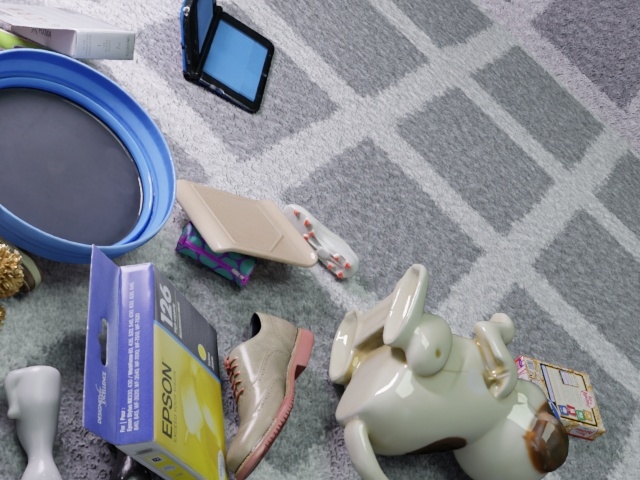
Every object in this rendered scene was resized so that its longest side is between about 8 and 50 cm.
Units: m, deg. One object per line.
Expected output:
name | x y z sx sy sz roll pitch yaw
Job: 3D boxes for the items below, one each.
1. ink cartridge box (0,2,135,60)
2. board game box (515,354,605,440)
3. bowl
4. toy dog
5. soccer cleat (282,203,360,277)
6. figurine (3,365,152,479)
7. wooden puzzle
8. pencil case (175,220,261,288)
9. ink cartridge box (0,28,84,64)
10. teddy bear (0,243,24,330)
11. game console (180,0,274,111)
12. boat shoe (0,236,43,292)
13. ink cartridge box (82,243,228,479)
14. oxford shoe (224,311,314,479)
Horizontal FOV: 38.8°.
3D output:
ink cartridge box | -0.519 -0.395 1.704 0.238 0.060 0.275 -8 26 -41
board game box | 0.507 0.337 1.944 0.193 0.045 0.147 18 44 -24
bowl | -0.422 -0.136 1.485 0.391 0.077 0.391 26 44 -28
toy dog | 0.249 0.290 1.612 0.407 0.284 0.395 29 42 -16
soccer cleat | 0.000 0.000 1.852 0.196 0.068 0.076 44 25 2
figurine | -0.344 0.290 1.306 0.214 0.092 0.210 5 55 -33
wooden puzzle | -0.147 -0.025 1.718 0.238 0.044 0.221 9 30 -42
pencil case | -0.191 0.026 1.674 0.151 0.064 0.070 30 16 -11
ink cartridge box | -0.539 -0.245 1.630 0.188 0.097 0.255 20 43 -22
teddy bear | -0.551 0.085 1.212 0.113 0.245 0.338 48 9 30
game console | -0.202 -0.477 2.051 0.173 0.250 0.293 6 45 1
boat shoe | -0.555 0.012 1.401 0.257 0.095 0.095 35 56 1
ink cartridge box | -0.237 0.195 1.357 0.307 0.072 0.304 58 19 -50
oxford shoe | -0.113 0.249 1.501 0.130 0.123 0.348 30 31 -6
